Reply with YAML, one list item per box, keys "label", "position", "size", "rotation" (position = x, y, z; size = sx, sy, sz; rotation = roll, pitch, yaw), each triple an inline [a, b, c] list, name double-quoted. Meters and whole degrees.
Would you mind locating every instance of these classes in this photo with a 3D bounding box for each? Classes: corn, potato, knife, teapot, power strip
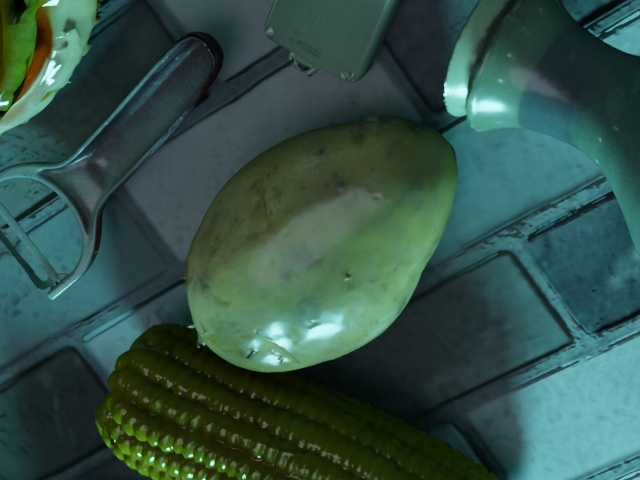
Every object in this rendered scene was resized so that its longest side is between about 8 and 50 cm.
- label: "corn"
  position: [-0.005, 0.172, 1.529]
  size: [0.344, 0.131, 0.131]
  rotation: [22, 124, 10]
- label: "potato"
  position: [-0.004, -0.003, 1.441]
  size: [0.161, 0.128, 0.235]
  rotation: [23, 121, -6]
- label: "knife"
  position: [-0.159, -0.079, 1.509]
  size: [0.123, 0.053, 0.278]
  rotation: [48, 125, 0]
- label: "teapot"
  position: [0.208, -0.074, 1.274]
  size: [0.251, 0.183, 0.183]
  rotation: [28, 125, 21]
- label: "power strip"
  position: [0.024, -0.197, 1.369]
  size: [0.081, 0.035, 0.192]
  rotation: [30, 125, 9]

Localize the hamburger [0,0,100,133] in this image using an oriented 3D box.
- label: "hamburger"
  position: [-0.324, -0.192, 1.406]
  size: [0.330, 0.250, 0.330]
  rotation: [10, 116, 20]
